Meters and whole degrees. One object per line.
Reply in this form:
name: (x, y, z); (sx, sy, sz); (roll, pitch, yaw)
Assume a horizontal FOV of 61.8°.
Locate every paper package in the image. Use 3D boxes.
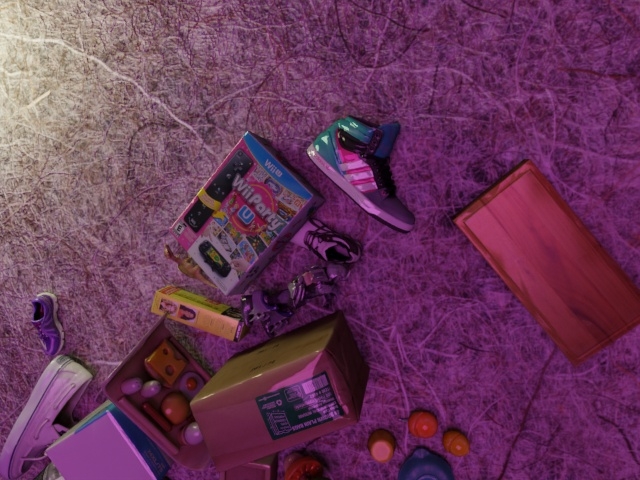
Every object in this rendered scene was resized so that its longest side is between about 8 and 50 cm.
paper package: (-0.076, 0.319, 1.175); (0.324, 0.309, 0.168); (-24, 94, 12)

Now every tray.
tray: (0.494, 0.048, 1.152); (0.202, 0.076, 0.411); (-40, 90, 13)

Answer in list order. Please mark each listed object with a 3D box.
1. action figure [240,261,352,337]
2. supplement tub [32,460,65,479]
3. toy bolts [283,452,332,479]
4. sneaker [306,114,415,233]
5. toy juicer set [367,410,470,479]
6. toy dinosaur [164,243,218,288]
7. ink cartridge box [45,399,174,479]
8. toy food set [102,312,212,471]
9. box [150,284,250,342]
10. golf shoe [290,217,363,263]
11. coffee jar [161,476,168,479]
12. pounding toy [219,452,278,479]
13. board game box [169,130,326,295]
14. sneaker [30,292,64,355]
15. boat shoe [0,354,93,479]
action figure: (-0.043, 0.126, 1.222); (0.284, 0.185, 0.099); (-29, 61, 27)
supplement tub: (-0.670, 0.679, 1.396); (0.193, 0.193, 0.316); (45, 103, 2)
toy bolts: (-0.023, 0.653, 1.330); (0.218, 0.158, 0.229); (25, 93, -35)
sneaker: (0.130, -0.168, 1.168); (0.295, 0.124, 0.178); (41, 112, 4)
toy juicer set: (0.280, 0.552, 1.263); (0.209, 0.089, 0.329); (-38, 82, 0)
toy dinosaur: (-0.304, 0.076, 1.292); (0.183, 0.092, 0.053); (35, 103, 4)
ink cartridge box: (-0.453, 0.468, 1.286); (0.198, 0.270, 0.197); (-33, 93, 13)
toy food set: (-0.321, 0.345, 1.232); (0.092, 0.220, 0.306); (-25, 111, 36)
box: (-0.287, 0.178, 1.309); (0.232, 0.087, 0.058); (18, 99, 9)
golf shoe: (0.000, 0.000, 1.226); (0.198, 0.094, 0.077); (18, 102, 9)
coffee jar: (-0.475, 0.711, 1.422); (0.096, 0.079, 0.185); (32, 102, 12)
pounding toy: (-0.201, 0.547, 1.340); (0.180, 0.094, 0.206); (5, 99, 9)
board game box: (-0.171, -0.059, 1.223); (0.224, 0.097, 0.303); (45, 102, 16)
sneaker: (-0.729, 0.224, 1.404); (0.068, 0.071, 0.170); (-6, 98, 11)
boat shoe: (-0.703, 0.494, 1.417); (0.156, 0.136, 0.367); (29, 92, 2)
